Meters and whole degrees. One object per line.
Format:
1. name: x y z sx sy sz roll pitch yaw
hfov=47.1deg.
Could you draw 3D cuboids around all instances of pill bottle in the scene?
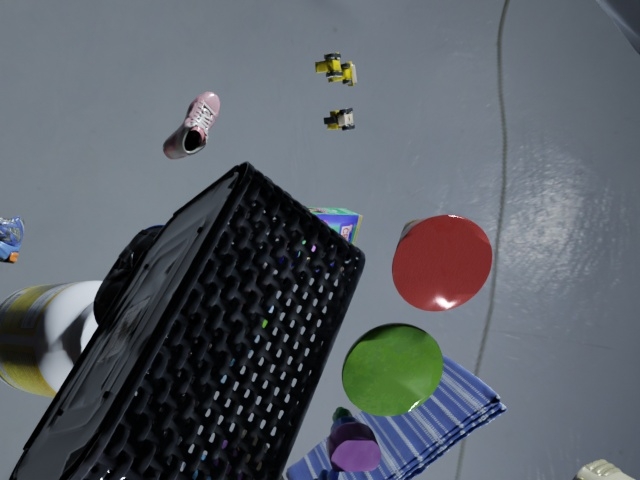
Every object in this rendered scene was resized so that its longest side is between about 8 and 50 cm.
1. pill bottle: -0.386 0.159 1.165 0.188 0.334 0.188 5 83 -42

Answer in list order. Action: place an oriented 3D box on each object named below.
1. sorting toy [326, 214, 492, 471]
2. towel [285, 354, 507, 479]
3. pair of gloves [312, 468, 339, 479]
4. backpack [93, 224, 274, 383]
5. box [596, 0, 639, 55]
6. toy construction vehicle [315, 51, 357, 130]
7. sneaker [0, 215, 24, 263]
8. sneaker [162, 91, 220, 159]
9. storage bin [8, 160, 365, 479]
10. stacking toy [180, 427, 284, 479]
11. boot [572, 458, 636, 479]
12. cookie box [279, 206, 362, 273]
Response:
1. sorting toy: 0.086 0.116 0.931 0.127 0.126 0.366 16 108 -17
2. towel: 0.101 0.309 1.114 0.336 0.243 0.040 -35 103 -6
3. pair of gloves: -0.027 0.383 0.939 0.023 0.159 0.198 36 115 -24
4. backpack: -0.099 0.050 0.529 0.114 0.084 0.105 21 69 33
5. box: 0.200 -0.211 0.293 0.262 0.127 0.231 -23 69 -15
6. toy construction vehicle: 0.017 -0.166 0.823 0.035 0.098 0.086 -5 102 16
7. sneaker: -0.586 -0.043 1.191 0.221 0.083 0.087 32 69 -30
8. sneaker: -0.192 -0.184 1.171 0.051 0.070 0.134 45 67 -29
9. storage bin: -0.066 0.063 0.378 0.084 0.122 0.180 38 55 -19
10. stacking toy: -0.204 0.361 0.904 0.330 0.141 0.141 -25 88 -18
11. boot: 0.493 0.475 1.209 0.203 0.262 0.095 27 126 36
12. cookie box: 0.000 0.000 1.033 0.040 0.107 0.092 28 111 41
